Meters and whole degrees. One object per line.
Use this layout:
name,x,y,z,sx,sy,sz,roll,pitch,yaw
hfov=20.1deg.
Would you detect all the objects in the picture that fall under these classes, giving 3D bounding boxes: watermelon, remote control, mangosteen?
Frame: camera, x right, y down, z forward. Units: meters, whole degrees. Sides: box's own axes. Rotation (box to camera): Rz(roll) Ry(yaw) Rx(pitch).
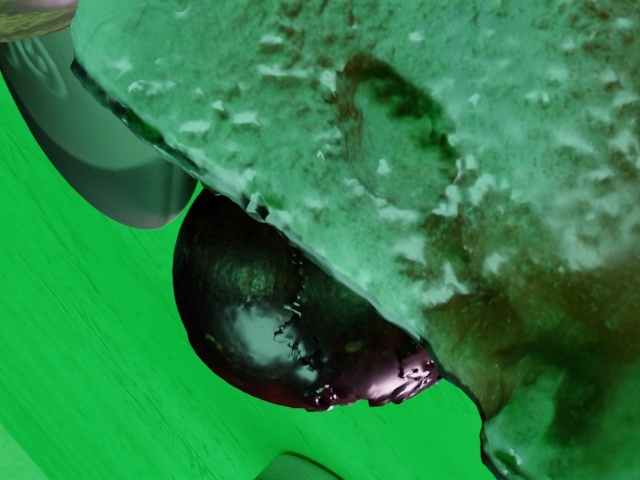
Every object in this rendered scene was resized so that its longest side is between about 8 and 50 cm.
watermelon,0.031,-0.081,0.511,0.319,0.214,0.289,-96,3,-47
remote control,-0.122,-0.128,0.935,0.332,0.103,0.221,103,144,-71
mangosteen,0.000,0.000,0.931,0.166,0.166,0.180,15,121,57

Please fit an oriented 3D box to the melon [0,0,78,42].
melon,-0.143,-0.207,0.610,0.301,0.237,0.237,57,165,12

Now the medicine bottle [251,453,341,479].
medicine bottle,-0.028,0.361,1.631,0.252,0.241,0.252,39,161,17
